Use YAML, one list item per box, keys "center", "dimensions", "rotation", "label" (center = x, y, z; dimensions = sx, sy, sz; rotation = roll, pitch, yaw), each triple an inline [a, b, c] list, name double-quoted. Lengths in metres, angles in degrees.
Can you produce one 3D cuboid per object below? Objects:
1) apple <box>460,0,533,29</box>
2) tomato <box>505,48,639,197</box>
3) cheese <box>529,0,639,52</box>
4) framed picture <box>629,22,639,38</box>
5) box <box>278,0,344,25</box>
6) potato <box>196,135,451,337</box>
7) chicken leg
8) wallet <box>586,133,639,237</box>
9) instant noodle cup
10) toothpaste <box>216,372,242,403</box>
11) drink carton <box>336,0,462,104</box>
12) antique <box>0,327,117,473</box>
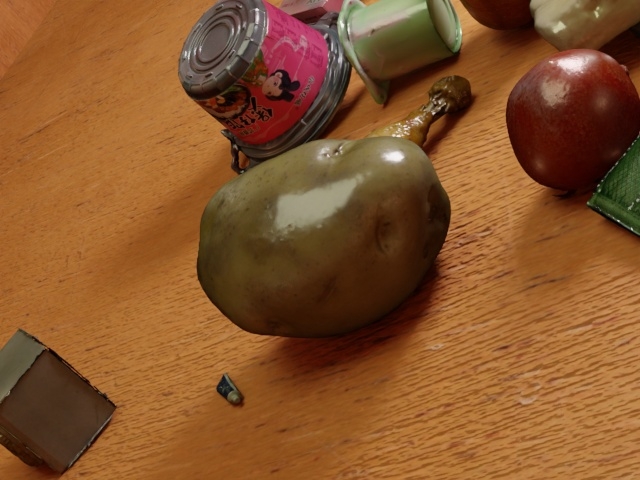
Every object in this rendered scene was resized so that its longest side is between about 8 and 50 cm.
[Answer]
- center: [0.244, -0.412, 2.105]
  dimensions: [0.173, 0.235, 0.210]
  rotation: [-36, 48, 6]
  label: "apple"
- center: [0.284, -0.139, 1.725]
  dimensions: [0.167, 0.167, 0.167]
  rotation: [-33, 27, 19]
  label: "tomato"
- center: [0.350, -0.314, 1.940]
  dimensions: [0.159, 0.093, 0.263]
  rotation: [-39, 13, 17]
  label: "cheese"
- center: [0.564, -0.293, 1.713]
  dimensions: [0.326, 0.028, 0.446]
  rotation: [-41, 25, 2]
  label: "framed picture"
- center: [0.007, -0.362, 2.511]
  dimensions: [0.156, 0.111, 0.060]
  rotation: [-3, 53, 54]
  label: "box"
- center: [0.000, 0.000, 1.822]
  dimensions: [0.326, 0.221, 0.243]
  rotation: [-21, 41, 17]
  label: "potato"
- center: [0.114, -0.138, 2.045]
  dimensions: [0.107, 0.087, 0.251]
  rotation: [15, 53, 48]
  label: "chicken leg"
- center: [0.400, -0.099, 1.597]
  dimensions: [0.236, 0.055, 0.160]
  rotation: [-53, 27, 3]
  label: "wallet"
- center: [-0.103, -0.268, 2.355]
  dimensions: [0.258, 0.182, 0.302]
  rotation: [19, 79, 52]
  label: "instant noodle cup"
- center: [-0.116, 0.190, 1.921]
  dimensions: [0.027, 0.019, 0.083]
  rotation: [-60, 22, 1]
  label: "toothpaste"
- center: [0.123, -0.310, 2.241]
  dimensions: [0.142, 0.144, 0.146]
  rotation: [-19, 33, 28]
  label: "drink carton"
- center: [-0.394, 0.228, 2.105]
  dimensions: [0.148, 0.146, 0.152]
  rotation: [-49, 25, -12]
  label: "antique"
